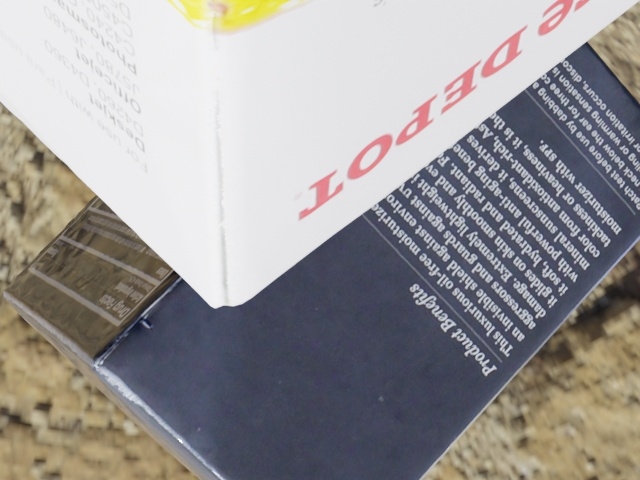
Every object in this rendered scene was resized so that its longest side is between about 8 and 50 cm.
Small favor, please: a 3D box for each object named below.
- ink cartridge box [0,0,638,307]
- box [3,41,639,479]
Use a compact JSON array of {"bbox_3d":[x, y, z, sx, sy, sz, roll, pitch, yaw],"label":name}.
[{"bbox_3d":[-0.014,-0.166,0.379,0.198,0.197,0.270,-38,154,-24],"label":"ink cartridge box"},{"bbox_3d":[0.000,0.000,1.020,0.294,0.296,0.183,-46,107,-9],"label":"box"}]
